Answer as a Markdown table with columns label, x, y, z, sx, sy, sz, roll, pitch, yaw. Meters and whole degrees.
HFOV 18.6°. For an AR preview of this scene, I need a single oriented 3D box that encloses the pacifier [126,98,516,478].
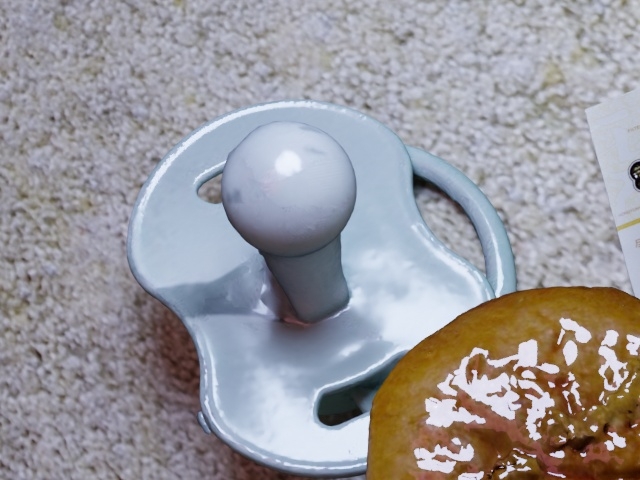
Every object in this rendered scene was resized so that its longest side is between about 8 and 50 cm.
| label | x | y | z | sx | sy | sz | roll | pitch | yaw |
| --- | --- | --- | --- | --- | --- | --- | --- | --- | --- |
| pacifier | 0.000 | 0.000 | 1.478 | 0.288 | 0.269 | 0.343 | -27 | 64 | -9 |

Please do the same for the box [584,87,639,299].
| label | x | y | z | sx | sy | sz | roll | pitch | yaw |
| --- | --- | --- | --- | --- | --- | --- | --- | --- | --- |
| box | 0.262 | -0.040 | 1.478 | 0.090 | 0.024 | 0.167 | -21 | 65 | 22 |

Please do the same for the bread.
| label | x | y | z | sx | sy | sz | roll | pitch | yaw |
| --- | --- | --- | --- | --- | --- | --- | --- | --- | --- |
| bread | 0.178 | 0.183 | 1.330 | 0.312 | 0.172 | 0.312 | -2 | 69 | 4 |
